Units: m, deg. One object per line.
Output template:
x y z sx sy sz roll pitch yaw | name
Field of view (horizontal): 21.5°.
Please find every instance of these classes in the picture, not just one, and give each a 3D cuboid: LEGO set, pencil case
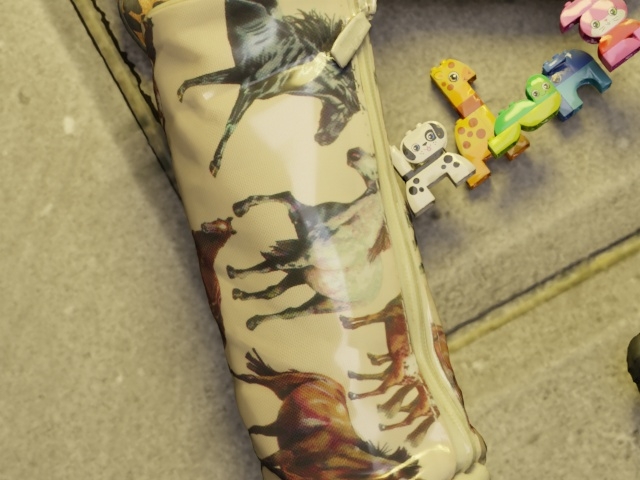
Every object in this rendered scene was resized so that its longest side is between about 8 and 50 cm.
0.136 -0.117 1.285 0.227 0.087 0.093 -37 80 -2 | LEGO set
0.000 0.000 1.189 0.160 0.183 0.410 -13 87 -47 | pencil case

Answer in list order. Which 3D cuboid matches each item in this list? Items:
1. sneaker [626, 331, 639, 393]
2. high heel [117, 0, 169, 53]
0.366 0.100 1.252 0.286 0.109 0.130 15 69 -6 | sneaker
-0.045 -0.245 1.320 0.261 0.093 0.186 -18 104 -19 | high heel
